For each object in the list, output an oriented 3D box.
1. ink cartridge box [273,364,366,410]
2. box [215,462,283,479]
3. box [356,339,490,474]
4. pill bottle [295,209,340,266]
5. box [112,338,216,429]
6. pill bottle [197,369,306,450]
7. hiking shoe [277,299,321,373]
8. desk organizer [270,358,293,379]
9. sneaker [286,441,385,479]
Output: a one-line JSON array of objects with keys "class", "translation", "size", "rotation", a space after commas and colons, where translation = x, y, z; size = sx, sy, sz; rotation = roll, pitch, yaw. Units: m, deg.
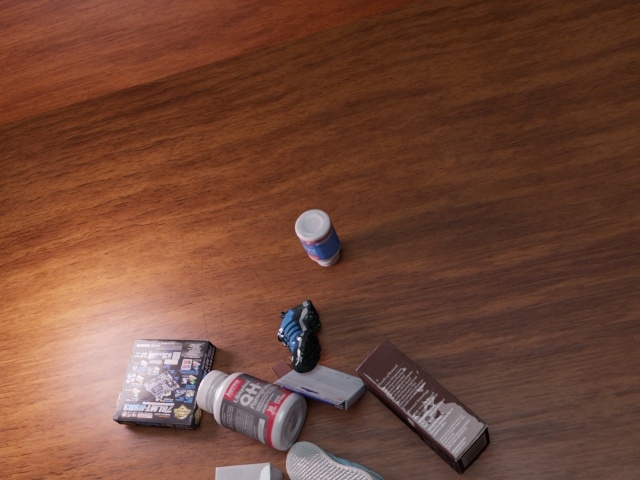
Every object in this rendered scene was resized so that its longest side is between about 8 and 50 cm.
[{"class": "ink cartridge box", "translation": [0.002, 0.448, 1.903], "size": [0.223, 0.224, 0.045], "rotation": [14, 102, 25]}, {"class": "box", "translation": [-0.208, 0.722, 1.841], "size": [0.170, 0.130, 0.091], "rotation": [-9, 57, 12]}, {"class": "box", "translation": [0.293, 0.475, 1.798], "size": [0.143, 0.191, 0.381], "rotation": [-43, 57, -11]}, {"class": "pill bottle", "translation": [0.000, 0.000, 2.162], "size": [0.124, 0.221, 0.124], "rotation": [-8, 57, 13]}, {"class": "box", "translation": [-0.527, 0.483, 2.123], "size": [0.295, 0.073, 0.293], "rotation": [-2, 60, 16]}, {"class": "pill bottle", "translation": [-0.218, 0.515, 1.942], "size": [0.318, 0.176, 0.176], "rotation": [14, 65, 24]}, {"class": "hiking shoe", "translation": [-0.075, 0.328, 2.032], "size": [0.132, 0.113, 0.304], "rotation": [-22, 28, 15]}, {"class": "desk organizer", "translation": [-0.102, 0.450, 2.025], "size": [0.050, 0.047, 0.130], "rotation": [-37, 56, -9]}, {"class": "sneaker", "translation": [0.052, 0.690, 1.794], "size": [0.366, 0.150, 0.135], "rotation": [10, 69, 48]}]
